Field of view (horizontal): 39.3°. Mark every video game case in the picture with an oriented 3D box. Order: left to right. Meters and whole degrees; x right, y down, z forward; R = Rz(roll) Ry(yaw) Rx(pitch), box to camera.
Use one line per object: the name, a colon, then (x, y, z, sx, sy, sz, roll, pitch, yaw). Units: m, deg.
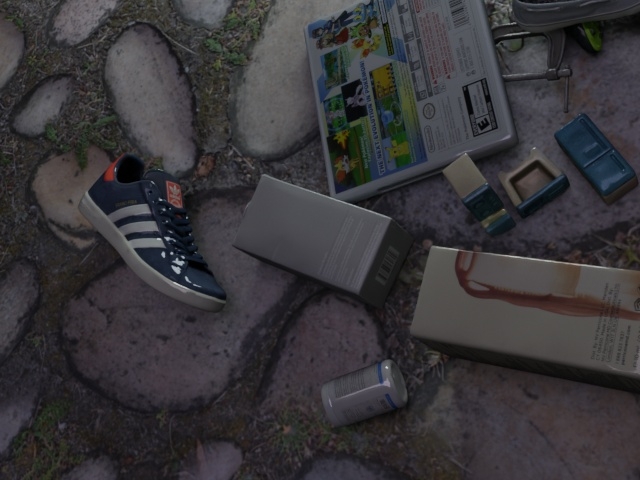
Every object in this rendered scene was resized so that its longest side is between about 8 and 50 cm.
video game case: (0.128, -0.247, 1.389, 0.300, 0.036, 0.329, -19, 67, 24)

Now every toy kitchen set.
toy kitchen set: (0.296, -0.085, 1.201, 0.207, 0.166, 0.122, -37, 62, 10)

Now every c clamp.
c clamp: (0.298, -0.259, 1.318, 0.160, 0.022, 0.137, 10, 90, 40)

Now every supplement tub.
supplement tub: (0.063, 0.216, 1.266, 0.107, 0.071, 0.071, -21, 66, 17)

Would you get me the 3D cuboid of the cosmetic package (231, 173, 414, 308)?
cosmetic package: (0.000, 0.000, 1.348, 0.238, 0.107, 0.127, 22, 84, 31)

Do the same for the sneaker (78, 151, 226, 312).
sneaker: (-0.254, -0.025, 1.451, 0.350, 0.131, 0.148, 39, 96, 29)

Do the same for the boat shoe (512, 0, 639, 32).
boat shoe: (0.375, -0.350, 1.233, 0.227, 0.081, 0.079, -14, 71, 18)

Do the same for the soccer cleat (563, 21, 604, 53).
soccer cleat: (0.355, -0.339, 1.325, 0.072, 0.060, 0.179, -40, 63, 36)

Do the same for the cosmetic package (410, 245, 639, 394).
cosmetic package: (0.285, 0.100, 1.138, 0.296, 0.153, 0.129, 7, 77, 32)
